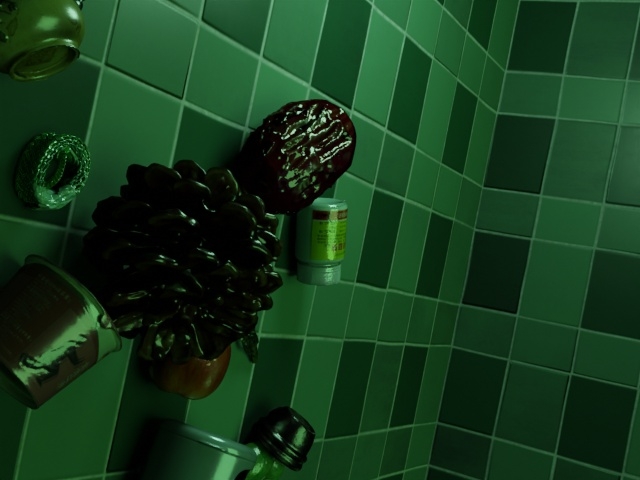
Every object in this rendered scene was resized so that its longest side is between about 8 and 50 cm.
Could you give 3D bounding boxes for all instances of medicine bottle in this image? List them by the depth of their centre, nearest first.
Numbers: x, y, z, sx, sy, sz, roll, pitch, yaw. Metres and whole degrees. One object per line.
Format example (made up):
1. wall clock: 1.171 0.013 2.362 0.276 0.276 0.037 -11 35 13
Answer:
1. medicine bottle: 0.000 0.000 2.354 0.139 0.139 0.225 -16 113 -58

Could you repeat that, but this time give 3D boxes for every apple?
1. apple: -0.293 0.262 1.902 0.199 0.199 0.199 -27 122 -55

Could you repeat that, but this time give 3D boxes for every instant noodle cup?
1. instant noodle cup: -0.487 0.164 1.484 0.178 0.235 0.234 -46 138 -30

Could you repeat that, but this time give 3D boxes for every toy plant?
1. toy plant: -0.131 0.562 2.294 0.235 0.175 0.218 -48 152 -3

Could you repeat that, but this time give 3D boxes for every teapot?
1. teapot: -0.491 -0.360 1.385 0.269 0.173 0.182 -21 84 -34

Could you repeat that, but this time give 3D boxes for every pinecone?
1. pinecone: -0.263 0.049 1.620 0.398 0.398 0.397 -27 122 -55

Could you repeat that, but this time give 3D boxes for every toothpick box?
1. toothpick box: -0.319 0.593 1.911 0.263 0.263 0.354 44 62 -56

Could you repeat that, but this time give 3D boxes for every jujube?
1. jujube: -0.060 -0.206 2.104 0.377 0.258 0.258 -33 127 -45

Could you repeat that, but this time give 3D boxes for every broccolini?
1. broccolini: -0.174 0.244 2.204 0.202 0.068 0.091 68 24 -45

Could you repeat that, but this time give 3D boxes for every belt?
1. belt: -0.473 -0.121 1.544 0.151 0.079 0.121 -61 146 -28

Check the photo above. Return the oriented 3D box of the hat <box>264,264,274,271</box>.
1. hat: -0.228 0.080 1.963 0.257 0.257 0.130 3 64 -61
